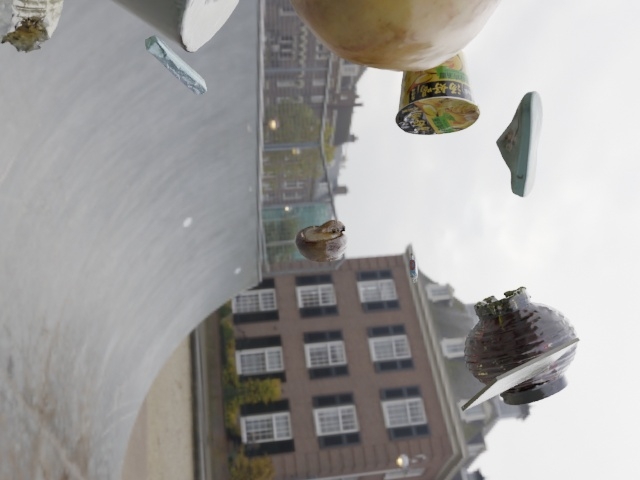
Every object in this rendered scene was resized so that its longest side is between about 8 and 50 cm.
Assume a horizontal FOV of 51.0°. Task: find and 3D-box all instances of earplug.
[{"bbox_3d":[-0.385,-0.654,1.499,0.312,0.394,0.312,-59,178,-4],"label":"earplug"}]

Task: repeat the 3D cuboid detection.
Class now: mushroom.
[{"bbox_3d":[0.000,0.000,1.503,0.127,0.127,0.087,-120,-155,-70],"label":"mushroom"}]

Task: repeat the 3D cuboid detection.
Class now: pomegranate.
[{"bbox_3d":[0.099,-0.383,0.840,0.338,0.338,0.338,176,-90,-81],"label":"pomegranate"}]

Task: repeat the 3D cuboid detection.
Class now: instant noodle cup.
[{"bbox_3d":[0.208,-0.273,1.209,0.151,0.152,0.122,119,-29,-74],"label":"instant noodle cup"}]

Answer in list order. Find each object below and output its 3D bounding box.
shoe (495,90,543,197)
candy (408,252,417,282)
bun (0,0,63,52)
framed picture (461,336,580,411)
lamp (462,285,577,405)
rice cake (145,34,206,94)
[{"bbox_3d":[0.353,-0.172,1.213,0.079,0.078,0.195,-40,131,-48],"label":"shoe"},{"bbox_3d":[0.228,0.069,1.651,0.030,0.020,0.083,63,22,-50],"label":"candy"},{"bbox_3d":[-0.547,-0.446,1.071,0.281,0.205,0.281,-168,-90,-85],"label":"bun"},{"bbox_3d":[0.352,0.236,1.179,0.010,0.201,0.136,59,-31,24],"label":"framed picture"},{"bbox_3d":[0.416,0.218,1.414,0.247,0.247,0.246,176,-90,-81],"label":"lamp"},{"bbox_3d":[-0.281,-0.340,1.321,0.180,0.030,0.042,38,30,-61],"label":"rice cake"}]
